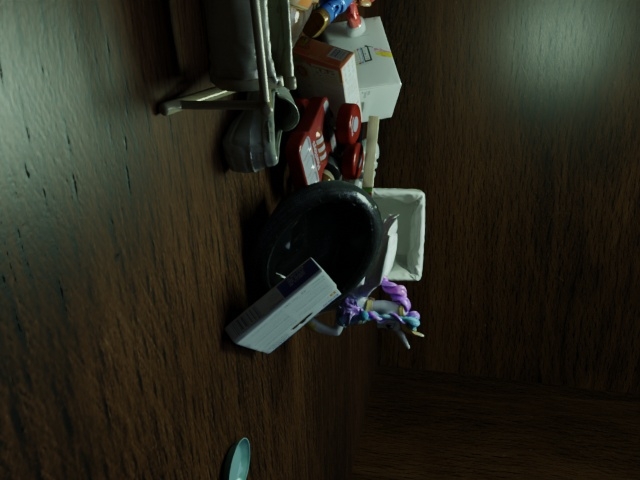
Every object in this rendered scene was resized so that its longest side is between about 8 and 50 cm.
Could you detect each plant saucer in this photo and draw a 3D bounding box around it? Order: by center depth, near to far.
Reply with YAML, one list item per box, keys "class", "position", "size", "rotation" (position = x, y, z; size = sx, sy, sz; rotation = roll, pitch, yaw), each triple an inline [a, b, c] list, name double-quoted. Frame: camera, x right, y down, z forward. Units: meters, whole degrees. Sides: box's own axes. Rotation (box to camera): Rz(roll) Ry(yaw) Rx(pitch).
- class: "plant saucer"
  position: [-0.175, 0.467, 1.166]
  size: [0.119, 0.021, 0.119]
  rotation: [4, 90, -77]

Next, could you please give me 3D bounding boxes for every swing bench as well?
- class: "swing bench"
  position: [-0.123, -0.334, 0.817]
  size: [0.254, 0.165, 0.253]
  rotation: [-65, 155, -59]

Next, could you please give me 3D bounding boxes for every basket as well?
- class: "basket"
  position: [0.220, -0.042, 2.123]
  size: [0.266, 0.328, 0.331]
  rotation: [-51, 143, -76]

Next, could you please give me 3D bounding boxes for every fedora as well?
- class: "fedora"
  position: [-0.027, -0.003, 1.269]
  size: [0.152, 0.334, 0.334]
  rotation: [-126, -154, -52]

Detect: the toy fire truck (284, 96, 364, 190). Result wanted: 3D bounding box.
- class: "toy fire truck"
  position: [-0.009, -0.194, 1.402]
  size: [0.302, 0.169, 0.254]
  rotation: [78, 28, -50]

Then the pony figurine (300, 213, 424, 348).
- class: "pony figurine"
  position: [0.098, 0.099, 1.494]
  size: [0.303, 0.363, 0.351]
  rotation: [-12, 105, -77]

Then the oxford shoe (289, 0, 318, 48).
- class: "oxford shoe"
  position: [-0.085, -0.437, 1.089]
  size: [0.363, 0.130, 0.132]
  rotation: [-85, -163, -68]

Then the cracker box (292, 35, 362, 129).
- class: "cracker box"
  position: [0.018, -0.389, 1.439]
  size: [0.067, 0.156, 0.232]
  rotation: [-53, 155, -22]

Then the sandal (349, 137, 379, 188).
- class: "sandal"
  position: [0.083, -0.126, 1.806]
  size: [0.169, 0.102, 0.416]
  rotation: [23, 86, -67]

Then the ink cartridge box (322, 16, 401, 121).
- class: "ink cartridge box"
  position: [0.108, -0.473, 1.600]
  size: [0.171, 0.168, 0.232]
  rotation: [96, -18, -69]

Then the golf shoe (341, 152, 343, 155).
- class: "golf shoe"
  position: [0.097, -0.278, 2.077]
  size: [0.176, 0.069, 0.086]
  rotation: [-66, 163, -55]

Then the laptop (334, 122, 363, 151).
- class: "laptop"
  position: [0.089, -0.380, 1.831]
  size: [0.136, 0.264, 0.234]
  rotation: [9, 83, -41]

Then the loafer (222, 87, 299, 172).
- class: "loafer"
  position: [-0.092, -0.248, 1.103]
  size: [0.112, 0.111, 0.319]
  rotation: [79, 19, -50]

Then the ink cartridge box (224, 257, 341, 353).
- class: "ink cartridge box"
  position: [-0.069, 0.143, 1.181]
  size: [0.223, 0.045, 0.224]
  rotation: [-40, 160, -3]

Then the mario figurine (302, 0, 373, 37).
- class: "mario figurine"
  position: [0.028, -0.617, 1.447]
  size: [0.320, 0.170, 0.198]
  rotation: [-44, 156, -43]

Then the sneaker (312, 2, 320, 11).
- class: "sneaker"
  position: [0.032, -0.672, 1.594]
  size: [0.064, 0.086, 0.192]
  rotation: [62, 34, -68]

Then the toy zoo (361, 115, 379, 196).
- class: "toy zoo"
  position: [0.137, -0.208, 1.590]
  size: [0.293, 0.030, 0.192]
  rotation: [68, 28, -80]
